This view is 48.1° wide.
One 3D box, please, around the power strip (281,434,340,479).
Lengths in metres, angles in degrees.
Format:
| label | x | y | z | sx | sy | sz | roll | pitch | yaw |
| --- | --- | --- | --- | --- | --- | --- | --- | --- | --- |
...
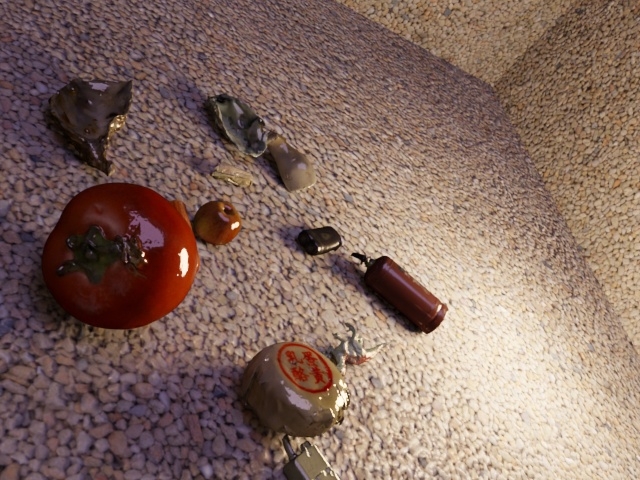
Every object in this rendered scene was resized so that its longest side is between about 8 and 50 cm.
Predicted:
| label | x | y | z | sx | sy | sz | roll | pitch | yaw |
| --- | --- | --- | --- | --- | --- | --- | --- | --- | --- |
| power strip | 0.003 | 0.560 | 1.618 | 0.288 | 0.053 | 0.093 | 52 | 36 | 14 |

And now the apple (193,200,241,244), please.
| label | x | y | z | sx | sy | sz | roll | pitch | yaw |
| --- | --- | --- | --- | --- | --- | --- | --- | --- | --- |
| apple | -0.278 | -0.049 | 1.938 | 0.126 | 0.102 | 0.126 | 26 | 38 | -23 |

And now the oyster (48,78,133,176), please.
| label | x | y | z | sx | sy | sz | roll | pitch | yaw |
| --- | --- | --- | --- | --- | --- | --- | --- | --- | --- |
| oyster | -0.619 | -0.327 | 1.911 | 0.204 | 0.111 | 0.396 | 11 | 44 | -14 |

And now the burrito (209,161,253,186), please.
| label | x | y | z | sx | sy | sz | roll | pitch | yaw |
| --- | --- | --- | --- | --- | --- | --- | --- | --- | --- |
| burrito | -0.267 | -0.200 | 2.164 | 0.149 | 0.041 | 0.055 | 15 | 57 | -35 |

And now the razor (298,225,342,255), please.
| label | x | y | z | sx | sy | sz | roll | pitch | yaw |
| --- | --- | --- | --- | --- | --- | --- | --- | --- | --- |
| razor | 0.000 | 0.000 | 2.212 | 0.148 | 0.054 | 0.090 | -14 | 63 | -52 |

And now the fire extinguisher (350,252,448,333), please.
| label | x | y | z | sx | sy | sz | roll | pitch | yaw |
| --- | --- | --- | --- | --- | --- | --- | --- | --- | --- |
| fire extinguisher | 0.239 | 0.147 | 2.260 | 0.337 | 0.135 | 0.114 | 41 | 76 | -6 |

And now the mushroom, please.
| label | x | y | z | sx | sy | sz | roll | pitch | yaw |
| --- | --- | --- | --- | --- | --- | --- | --- | --- | --- |
| mushroom | -0.101 | -0.264 | 2.339 | 0.116 | 0.093 | 0.225 | -29 | 91 | -31 |

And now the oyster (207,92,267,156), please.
| label | x | y | z | sx | sy | sz | roll | pitch | yaw |
| --- | --- | --- | --- | --- | --- | --- | --- | --- | --- |
| oyster | -0.276 | -0.373 | 2.301 | 0.252 | 0.087 | 0.199 | 22 | 58 | 0 |

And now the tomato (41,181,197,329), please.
| label | x | y | z | sx | sy | sz | roll | pitch | yaw |
| --- | --- | --- | --- | --- | --- | --- | --- | --- | --- |
| tomato | -0.422 | 0.033 | 1.551 | 0.321 | 0.321 | 0.321 | 27 | 37 | -23 |

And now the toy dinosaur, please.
| label | x | y | z | sx | sy | sz | roll | pitch | yaw |
| --- | --- | --- | --- | --- | --- | --- | --- | --- | --- |
| toy dinosaur | 0.108 | 0.313 | 1.992 | 0.242 | 0.053 | 0.167 | 16 | 44 | -35 |

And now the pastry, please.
| label | x | y | z | sx | sy | sz | roll | pitch | yaw |
| --- | --- | --- | --- | --- | --- | --- | --- | --- | --- |
| pastry | -0.055 | 0.350 | 1.685 | 0.264 | 0.133 | 0.265 | 28 | 28 | -16 |

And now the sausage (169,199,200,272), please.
| label | x | y | z | sx | sy | sz | roll | pitch | yaw |
| --- | --- | --- | --- | --- | --- | --- | --- | --- | --- |
| sausage | -0.355 | 0.006 | 1.830 | 0.071 | 0.071 | 0.234 | 10 | 47 | -39 |

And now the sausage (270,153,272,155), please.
| label | x | y | z | sx | sy | sz | roll | pitch | yaw |
| --- | --- | --- | --- | --- | --- | --- | --- | --- | --- |
| sausage | -0.118 | -0.272 | 2.403 | 0.129 | 0.034 | 0.034 | 34 | 35 | -14 |
